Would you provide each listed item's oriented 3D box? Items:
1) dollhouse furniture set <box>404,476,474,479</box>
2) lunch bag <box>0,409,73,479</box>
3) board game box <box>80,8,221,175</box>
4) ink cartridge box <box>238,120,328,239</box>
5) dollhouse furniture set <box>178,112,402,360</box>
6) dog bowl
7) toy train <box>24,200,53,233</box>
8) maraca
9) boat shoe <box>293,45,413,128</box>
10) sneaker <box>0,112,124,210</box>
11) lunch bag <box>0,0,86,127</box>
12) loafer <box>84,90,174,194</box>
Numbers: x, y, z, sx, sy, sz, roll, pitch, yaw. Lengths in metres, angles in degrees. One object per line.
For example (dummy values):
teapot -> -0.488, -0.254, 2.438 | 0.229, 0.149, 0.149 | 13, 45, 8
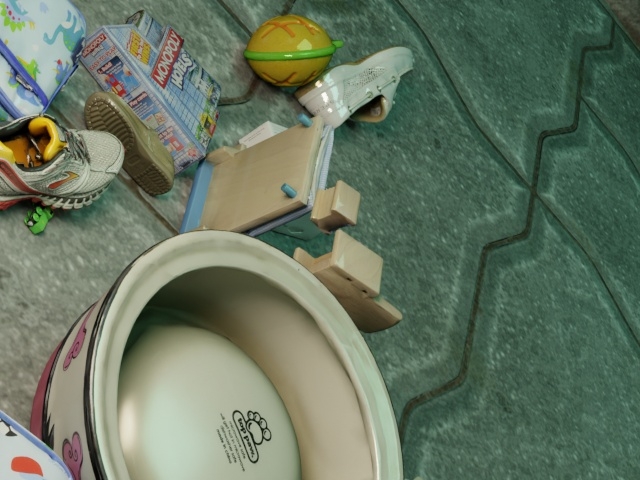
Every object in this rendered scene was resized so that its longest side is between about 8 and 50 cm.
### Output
dollhouse furniture set -> 0.125, 0.324, 2.044 | 0.081, 0.091, 0.114 | 47, 30, 12
lunch bag -> -0.346, 0.204, 1.383 | 0.303, 0.115, 0.243 | 44, 29, -22
board game box -> -0.208, -0.208, 2.054 | 0.194, 0.060, 0.194 | 46, 31, -23
ink cartridge box -> -0.041, -0.078, 2.189 | 0.099, 0.056, 0.135 | 16, 49, -52
dollhouse furniture set -> 0.000, 0.000, 1.937 | 0.198, 0.286, 0.303 | 38, 46, -33
dog bowl -> -0.108, 0.204, 1.643 | 0.408, 0.150, 0.408 | 24, 54, -38
toy train -> -0.297, -0.036, 1.792 | 0.023, 0.017, 0.083 | 56, 27, -25
maraca -> -0.036, -0.267, 2.328 | 0.186, 0.127, 0.099 | -36, 129, -69
boat shoe -> 0.064, -0.215, 2.456 | 0.277, 0.098, 0.096 | -28, 86, -52
sneaker -> -0.283, -0.085, 1.752 | 0.225, 0.093, 0.088 | -15, 67, -54
lunch bag -> -0.356, -0.232, 1.766 | 0.219, 0.090, 0.176 | 54, 43, -29
loafer -> -0.223, -0.119, 1.954 | 0.148, 0.056, 0.050 | 56, 26, -25
